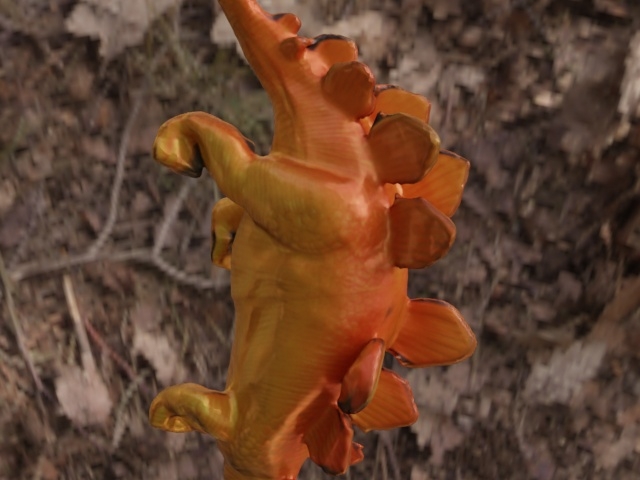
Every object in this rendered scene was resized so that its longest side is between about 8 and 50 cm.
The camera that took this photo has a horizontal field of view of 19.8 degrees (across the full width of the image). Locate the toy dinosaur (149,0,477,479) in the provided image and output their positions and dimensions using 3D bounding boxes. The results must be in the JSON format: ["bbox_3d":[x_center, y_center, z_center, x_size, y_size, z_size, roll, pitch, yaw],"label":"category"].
[{"bbox_3d":[0.000,0.000,0.641,0.117,0.070,0.288,8,103,30],"label":"toy dinosaur"}]
